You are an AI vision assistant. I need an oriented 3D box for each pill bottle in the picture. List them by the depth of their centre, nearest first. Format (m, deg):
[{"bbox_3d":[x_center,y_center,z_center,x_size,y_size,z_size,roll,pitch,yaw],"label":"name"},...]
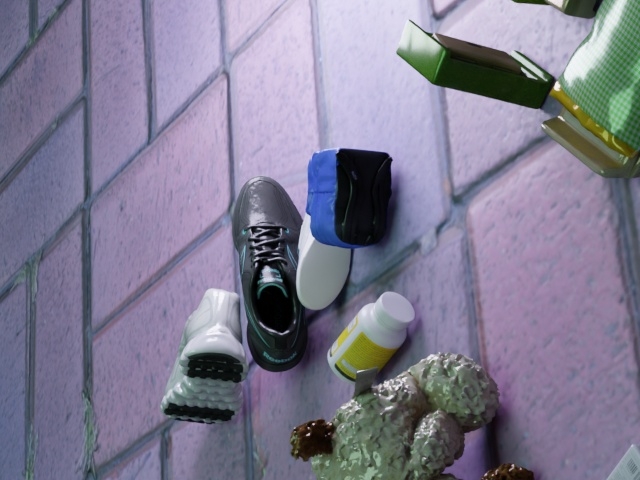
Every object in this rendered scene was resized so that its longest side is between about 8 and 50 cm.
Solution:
[{"bbox_3d":[0.062,0.115,1.952,0.116,0.065,0.065,-53,38,36],"label":"pill bottle"}]

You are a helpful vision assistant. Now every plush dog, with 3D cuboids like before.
[{"bbox_3d":[0.094,0.272,1.723,0.225,0.210,0.262,50,116,26],"label":"plush dog"}]

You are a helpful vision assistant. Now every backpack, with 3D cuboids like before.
[{"bbox_3d":[0.033,-0.049,2.034,0.101,0.098,0.120,-6,83,57],"label":"backpack"}]

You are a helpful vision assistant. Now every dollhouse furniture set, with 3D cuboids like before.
[{"bbox_3d":[0.237,-0.213,1.690,0.301,0.151,0.197,49,121,54],"label":"dollhouse furniture set"}]

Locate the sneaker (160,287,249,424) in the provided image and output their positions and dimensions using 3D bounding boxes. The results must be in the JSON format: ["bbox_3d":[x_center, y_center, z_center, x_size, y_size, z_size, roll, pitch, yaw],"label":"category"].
[{"bbox_3d":[-0.151,0.165,2.219,0.292,0.110,0.118,118,157,-59],"label":"sneaker"}]

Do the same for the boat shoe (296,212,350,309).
[{"bbox_3d":[0.000,0.000,2.107,0.063,0.066,0.184,158,118,-71],"label":"boat shoe"}]

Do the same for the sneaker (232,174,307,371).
[{"bbox_3d":[-0.058,0.032,2.133,0.106,0.101,0.267,93,168,-70],"label":"sneaker"}]

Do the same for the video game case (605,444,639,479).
[{"bbox_3d":[0.296,0.296,1.539,0.143,0.019,0.157,-61,35,28],"label":"video game case"}]
